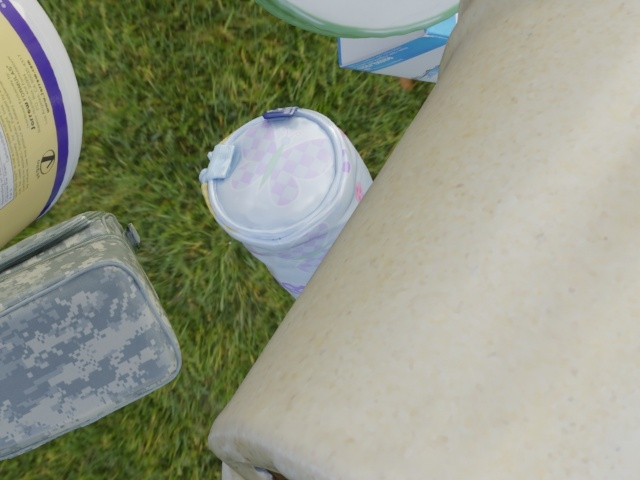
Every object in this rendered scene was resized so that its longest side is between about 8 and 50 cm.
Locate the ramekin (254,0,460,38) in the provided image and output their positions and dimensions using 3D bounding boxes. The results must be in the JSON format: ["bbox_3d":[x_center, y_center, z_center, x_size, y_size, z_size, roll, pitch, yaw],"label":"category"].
[{"bbox_3d":[0.040,-0.316,0.856,0.303,0.148,0.303,-2,109,-4],"label":"ramekin"}]

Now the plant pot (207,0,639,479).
[{"bbox_3d":[0.125,0.050,0.466,0.334,0.334,0.305,44,66,-4],"label":"plant pot"}]

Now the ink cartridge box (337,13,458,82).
[{"bbox_3d":[0.159,-0.312,1.316,0.233,0.168,0.171,2,82,-38],"label":"ink cartridge box"}]

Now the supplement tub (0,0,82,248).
[{"bbox_3d":[-0.329,-0.039,0.617,0.241,0.331,0.241,13,126,18],"label":"supplement tub"}]

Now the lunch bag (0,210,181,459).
[{"bbox_3d":[-0.360,0.102,1.299,0.305,0.256,0.212,-27,119,-5],"label":"lunch bag"}]

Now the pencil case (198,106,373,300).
[{"bbox_3d":[0.000,0.000,0.854,0.124,0.273,0.113,-6,65,18],"label":"pencil case"}]
